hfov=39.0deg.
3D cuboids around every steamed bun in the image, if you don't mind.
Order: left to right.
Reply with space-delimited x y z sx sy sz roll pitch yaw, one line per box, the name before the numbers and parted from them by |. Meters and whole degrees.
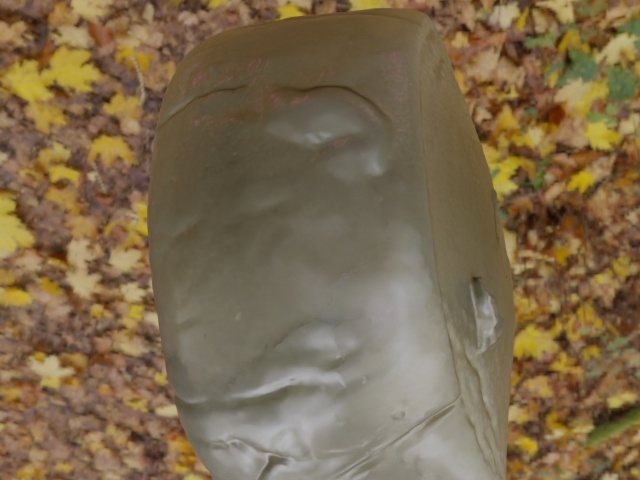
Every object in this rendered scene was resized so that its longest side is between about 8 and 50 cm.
steamed bun | -0.001 0.002 0.638 0.247 0.383 0.236 -9 160 19
